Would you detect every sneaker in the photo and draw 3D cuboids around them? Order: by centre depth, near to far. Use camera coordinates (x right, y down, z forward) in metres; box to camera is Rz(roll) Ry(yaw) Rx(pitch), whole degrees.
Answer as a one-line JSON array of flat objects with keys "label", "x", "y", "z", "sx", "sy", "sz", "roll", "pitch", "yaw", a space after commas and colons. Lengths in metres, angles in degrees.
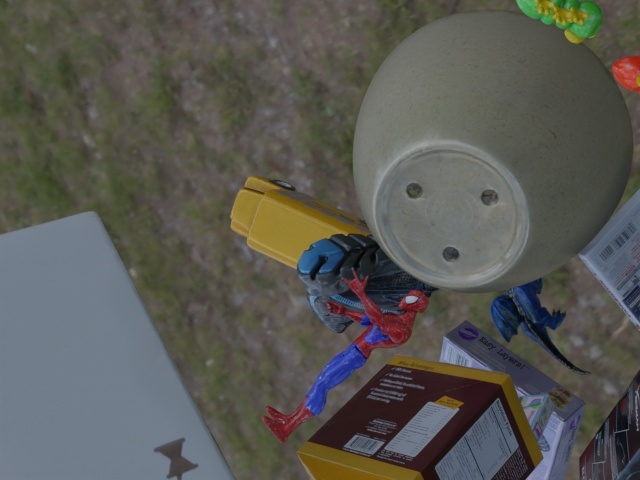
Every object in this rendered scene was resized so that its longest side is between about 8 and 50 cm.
[{"label": "sneaker", "x": 0.141, "y": 0.036, "z": 1.813, "sx": 0.125, "sy": 0.341, "sz": 0.139, "roll": -97, "pitch": -9, "yaw": -54}]

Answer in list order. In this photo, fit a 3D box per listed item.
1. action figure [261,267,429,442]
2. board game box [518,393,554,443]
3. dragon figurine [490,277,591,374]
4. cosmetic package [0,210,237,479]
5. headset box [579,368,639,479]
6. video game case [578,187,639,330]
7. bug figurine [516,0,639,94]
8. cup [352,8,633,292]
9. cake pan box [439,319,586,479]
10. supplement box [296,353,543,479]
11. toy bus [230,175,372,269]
[{"label": "action figure", "x": 0.017, "y": 0.138, "z": 1.684, "sx": 0.139, "sy": 0.280, "sz": 0.091, "roll": 52, "pitch": -175, "yaw": -5}, {"label": "board game box", "x": 0.251, "y": 0.276, "z": 1.690, "sx": 0.103, "sy": 0.154, "sz": 0.026, "roll": -10, "pitch": 119, "yaw": 38}, {"label": "dragon figurine", "x": 0.354, "y": 0.125, "z": 2.132, "sx": 0.085, "sy": 0.144, "sz": 0.289, "roll": -37, "pitch": 65, "yaw": 30}, {"label": "cosmetic package", "x": -0.332, "y": 0.239, "z": 1.199, "sx": 0.327, "sy": 0.329, "sz": 0.393, "roll": 60, "pitch": 147, "yaw": 21}, {"label": "headset box", "x": 0.466, "y": 0.291, "z": 1.552, "sx": 0.218, "sy": 0.110, "sz": 0.293, "roll": 9, "pitch": 144, "yaw": -1}, {"label": "video game case", "x": 0.444, "y": 0.013, "z": 1.526, "sx": 0.183, "sy": 0.201, "sz": 0.023, "roll": 48, "pitch": 169, "yaw": -16}, {"label": "bug figurine", "x": 0.305, "y": -0.250, "z": 1.212, "sx": 0.216, "sy": 0.279, "sz": 0.072, "roll": 23, "pitch": 150, "yaw": -7}, {"label": "cup", "x": 0.173, "y": -0.070, "z": 1.370, "sx": 0.331, "sy": 0.237, "sz": 0.331, "roll": 8, "pitch": 116, "yaw": 16}, {"label": "cake pan box", "x": 0.300, "y": 0.293, "z": 2.041, "sx": 0.267, "sy": 0.070, "sz": 0.245, "roll": 34, "pitch": 138, "yaw": 31}, {"label": "supplement box", "x": 0.118, "y": 0.252, "z": 1.432, "sx": 0.191, "sy": 0.194, "sz": 0.129, "roll": 5, "pitch": 127, "yaw": 49}, {"label": "toy bus", "x": 0.000, "y": 0.000, "z": 1.984, "sx": 0.333, "sy": 0.130, "sz": 0.108, "roll": 25, "pitch": 102, "yaw": 20}]
